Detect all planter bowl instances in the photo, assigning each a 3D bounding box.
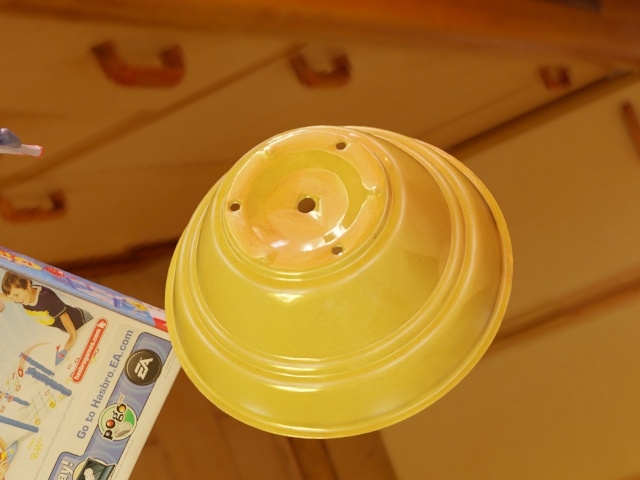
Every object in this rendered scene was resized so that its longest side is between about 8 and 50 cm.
[{"bbox_3d":[0.000,0.000,0.950,0.090,0.217,0.217,67,13,-56],"label":"planter bowl"}]

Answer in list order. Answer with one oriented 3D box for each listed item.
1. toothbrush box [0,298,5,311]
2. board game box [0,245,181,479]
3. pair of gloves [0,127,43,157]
[{"bbox_3d":[-0.333,-0.020,0.855,0.283,0.206,0.122,58,-4,-7],"label":"toothbrush box"},{"bbox_3d":[-0.316,0.159,1.442,0.302,0.308,0.086,24,7,-19],"label":"board game box"},{"bbox_3d":[-0.363,-0.098,1.548,0.159,0.198,0.023,17,80,-64],"label":"pair of gloves"}]
